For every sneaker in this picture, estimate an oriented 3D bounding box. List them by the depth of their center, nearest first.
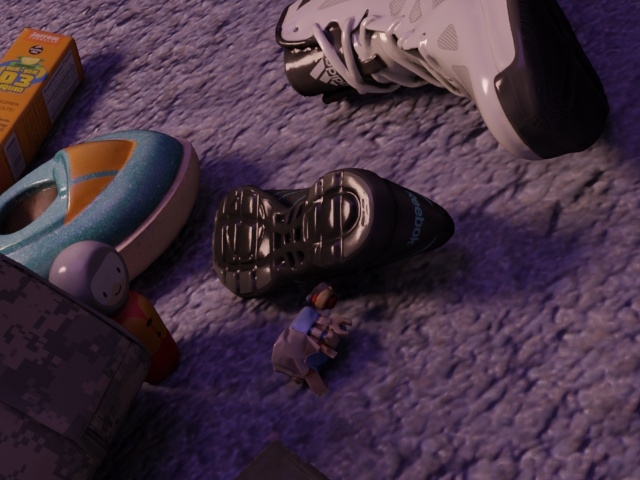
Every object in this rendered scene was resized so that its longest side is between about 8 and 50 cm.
[{"bbox_3d":[0.000,0.000,0.991,0.267,0.106,0.101,-5,83,54],"label":"sneaker"},{"bbox_3d":[0.095,-0.160,1.063,0.257,0.169,0.448,-31,29,18],"label":"sneaker"}]

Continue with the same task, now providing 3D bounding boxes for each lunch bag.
[{"bbox_3d":[-0.325,0.135,0.885,0.212,0.305,0.256,-24,37,53],"label":"lunch bag"}]

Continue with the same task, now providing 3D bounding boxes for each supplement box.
[{"bbox_3d":[-0.373,-0.155,1.412,0.078,0.080,0.233,12,50,13],"label":"supplement box"}]

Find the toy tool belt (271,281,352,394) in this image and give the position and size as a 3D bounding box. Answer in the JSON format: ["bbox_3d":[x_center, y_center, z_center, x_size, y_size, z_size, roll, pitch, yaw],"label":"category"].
[{"bbox_3d":[0.001,0.080,0.936,0.051,0.052,0.083,30,69,16],"label":"toy tool belt"}]

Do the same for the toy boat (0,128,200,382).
[{"bbox_3d":[-0.220,0.000,1.091,0.267,0.148,0.318,-35,37,-3],"label":"toy boat"}]

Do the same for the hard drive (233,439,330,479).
[{"bbox_3d":[0.005,0.291,0.654,0.237,0.064,0.339,-44,45,-16],"label":"hard drive"}]
